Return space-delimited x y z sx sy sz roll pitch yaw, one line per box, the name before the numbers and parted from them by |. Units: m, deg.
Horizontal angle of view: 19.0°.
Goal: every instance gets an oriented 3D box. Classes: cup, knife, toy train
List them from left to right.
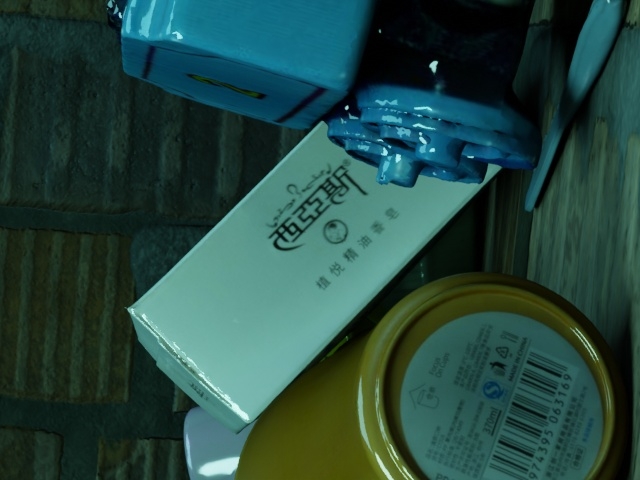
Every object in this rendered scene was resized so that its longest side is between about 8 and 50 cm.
toy train | 0.010 -0.144 1.109 0.300 0.265 0.188 166 120 -84
cup | 0.069 0.137 0.991 0.226 0.182 0.264 60 162 12
knife | 0.142 -0.079 1.117 0.313 0.019 0.044 99 -177 -69

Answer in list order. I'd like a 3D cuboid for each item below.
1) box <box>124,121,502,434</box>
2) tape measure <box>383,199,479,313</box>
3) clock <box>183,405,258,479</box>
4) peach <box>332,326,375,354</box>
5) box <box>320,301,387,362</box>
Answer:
box | 0.002 0.002 1.343 0.274 0.116 0.203 -45 -3 -9
tape measure | 0.070 -0.042 1.577 0.207 0.115 0.235 -146 53 -78
clock | -0.004 0.263 1.667 0.295 0.113 0.322 -36 -69 -77
peach | 0.055 0.119 1.318 0.138 0.138 0.138 -175 90 -88
box | 0.040 0.175 1.455 0.153 0.041 0.279 103 157 -55
